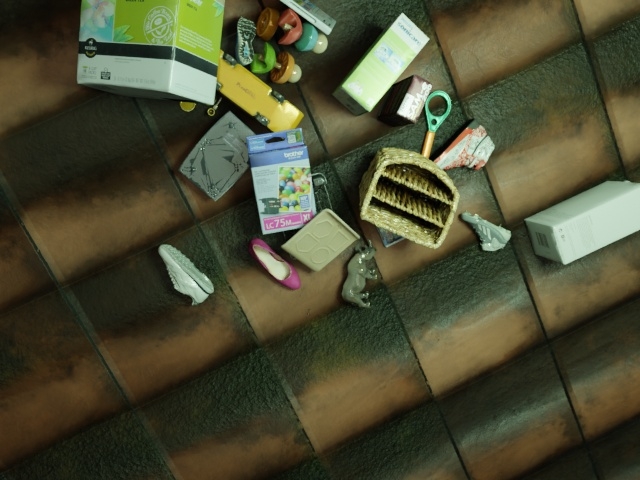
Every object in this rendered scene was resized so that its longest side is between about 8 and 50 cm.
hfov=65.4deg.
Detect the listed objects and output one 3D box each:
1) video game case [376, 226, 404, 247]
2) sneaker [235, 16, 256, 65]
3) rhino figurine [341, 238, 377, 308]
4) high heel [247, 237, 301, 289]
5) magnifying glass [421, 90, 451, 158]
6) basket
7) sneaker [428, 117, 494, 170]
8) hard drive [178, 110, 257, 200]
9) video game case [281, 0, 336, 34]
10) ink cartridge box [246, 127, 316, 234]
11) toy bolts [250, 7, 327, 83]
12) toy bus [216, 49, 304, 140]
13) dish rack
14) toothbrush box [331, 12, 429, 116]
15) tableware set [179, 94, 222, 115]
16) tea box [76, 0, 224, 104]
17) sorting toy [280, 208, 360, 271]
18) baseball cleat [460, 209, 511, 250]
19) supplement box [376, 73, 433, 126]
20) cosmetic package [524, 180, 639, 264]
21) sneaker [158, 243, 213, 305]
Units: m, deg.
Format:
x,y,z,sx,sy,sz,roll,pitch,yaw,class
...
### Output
x,y,z,sx,sy,sz,roll,pitch,yaw,class
0.284,-0.099,1.763,0.201,0.023,0.184,-26,102,-4,video game case
-0.249,-0.627,1.575,0.063,0.073,0.162,11,78,-33,sneaker
0.142,0.113,1.755,0.106,0.073,0.244,11,97,-13,rhino figurine
-0.151,0.085,1.685,0.082,0.117,0.244,-38,102,0,high heel
0.389,-0.400,1.725,0.092,0.026,0.231,12,99,-10,magnifying glass
0.293,-0.148,1.601,0.299,0.223,0.214,24,120,-11,basket
0.481,-0.280,1.719,0.270,0.090,0.145,-45,101,-6,sneaker
-0.320,-0.275,1.631,0.172,0.054,0.255,41,92,-12,hard drive
-0.042,-0.706,1.521,0.193,0.212,0.023,32,118,-12,video game case
-0.121,-0.185,1.581,0.185,0.065,0.311,-10,107,-6,ink cartridge box
-0.088,-0.619,1.548,0.158,0.228,0.219,12,73,-37,toy bolts
-0.214,-0.455,1.576,0.332,0.130,0.108,35,95,-12,toy bus
-0.047,-0.075,1.698,0.208,0.074,0.272,-18,103,-3,dish rack
0.181,-0.545,1.577,0.122,0.206,0.283,38,92,-12,toothbrush box
-0.404,-0.458,1.603,0.154,0.024,0.104,32,94,-12,tableware set
-0.478,-0.575,1.413,0.328,0.220,0.324,10,98,19,tea box
0.000,0.000,1.643,0.208,0.038,0.193,-38,134,14,sorting toy
0.585,-0.025,1.794,0.205,0.072,0.110,23,103,-7,baseball cleat
0.263,-0.439,1.589,0.073,0.239,0.130,23,96,-11,supplement box
0.952,-0.072,1.775,0.365,0.197,0.155,-23,102,-2,cosmetic package
-0.466,0.115,1.666,0.094,0.090,0.235,-39,101,10,sneaker
